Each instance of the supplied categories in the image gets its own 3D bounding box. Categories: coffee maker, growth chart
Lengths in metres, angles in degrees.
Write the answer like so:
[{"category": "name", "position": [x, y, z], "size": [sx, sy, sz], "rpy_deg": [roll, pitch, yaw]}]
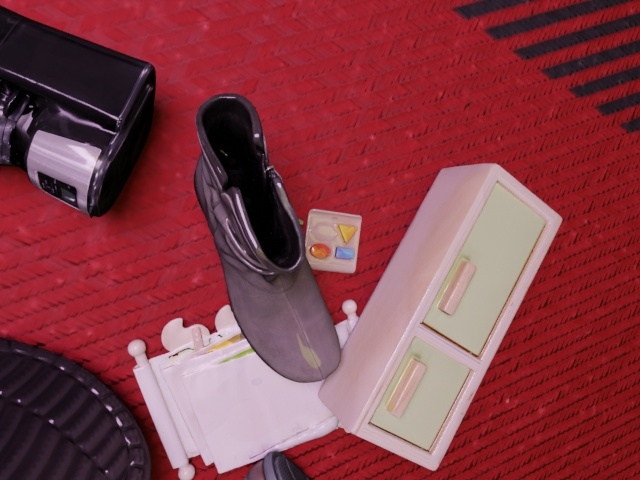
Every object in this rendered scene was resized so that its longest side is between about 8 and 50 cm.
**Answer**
[{"category": "coffee maker", "position": [-0.221, -0.123, 0.358], "size": [0.178, 0.120, 0.171], "rpy_deg": [19, 89, -16]}, {"category": "growth chart", "position": [-0.054, 0.141, 0.472], "size": [0.238, 0.021, 0.171], "rpy_deg": [-11, 97, -13]}]

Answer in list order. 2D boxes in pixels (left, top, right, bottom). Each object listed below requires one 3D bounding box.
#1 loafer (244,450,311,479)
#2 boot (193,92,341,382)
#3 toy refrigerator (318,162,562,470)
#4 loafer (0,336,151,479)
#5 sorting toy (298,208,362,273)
[{"category": "loafer", "position": [-0.004, 0.329, 0.467], "size": [0.084, 0.096, 0.267], "rpy_deg": [-33, 105, 2]}, {"category": "boot", "position": [-0.043, 0.020, 0.381], "size": [0.084, 0.161, 0.246], "rpy_deg": [-26, 94, -13]}, {"category": "toy refrigerator", "position": [0.117, 0.066, 0.460], "size": [0.102, 0.094, 0.269], "rpy_deg": [33, 83, -20]}, {"category": "loafer", "position": [-0.310, 0.143, 0.369], "size": [0.366, 0.133, 0.130], "rpy_deg": [30, 114, -6]}, {"category": "sorting toy", "position": [0.000, 0.000, 0.479], "size": [0.084, 0.012, 0.061], "rpy_deg": [7, 93, -15]}]
